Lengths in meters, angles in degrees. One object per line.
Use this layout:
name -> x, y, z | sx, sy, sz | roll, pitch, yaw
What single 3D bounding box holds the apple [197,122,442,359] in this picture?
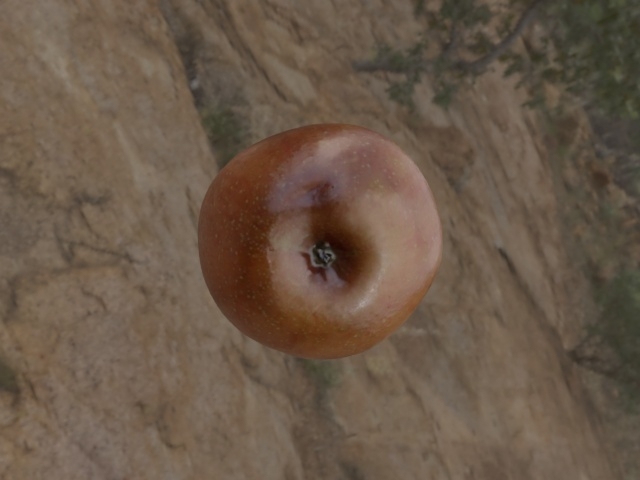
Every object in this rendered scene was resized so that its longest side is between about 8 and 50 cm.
apple -> 0.000, 0.000, 0.831 | 0.201, 0.201, 0.162 | 64, -4, -7
